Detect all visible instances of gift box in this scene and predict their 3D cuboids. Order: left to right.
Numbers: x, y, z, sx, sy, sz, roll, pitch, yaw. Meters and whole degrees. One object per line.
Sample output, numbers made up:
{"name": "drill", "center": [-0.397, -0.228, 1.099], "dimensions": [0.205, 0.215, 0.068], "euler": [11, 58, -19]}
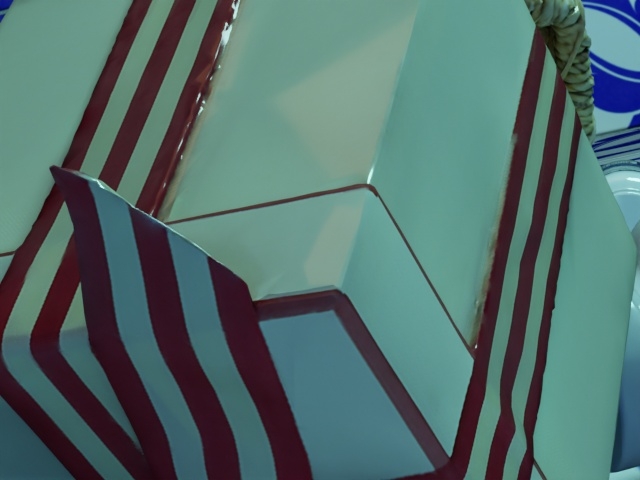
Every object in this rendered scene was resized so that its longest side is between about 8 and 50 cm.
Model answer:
{"name": "gift box", "center": [-0.040, 0.029, 0.600], "dimensions": [0.255, 0.276, 0.258], "euler": [-15, 41, 30]}

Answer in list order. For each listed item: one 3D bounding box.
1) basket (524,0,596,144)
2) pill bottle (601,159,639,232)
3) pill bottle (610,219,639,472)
{"name": "basket", "center": [0.000, 0.000, 0.845], "dimensions": [0.223, 0.299, 0.213], "euler": [28, 47, 36]}
{"name": "pill bottle", "center": [0.281, -0.020, 1.436], "dimensions": [0.094, 0.094, 0.169], "euler": [-12, 6, 12]}
{"name": "pill bottle", "center": [0.246, 0.033, 0.755], "dimensions": [0.264, 0.146, 0.146], "euler": [-14, 6, -11]}
